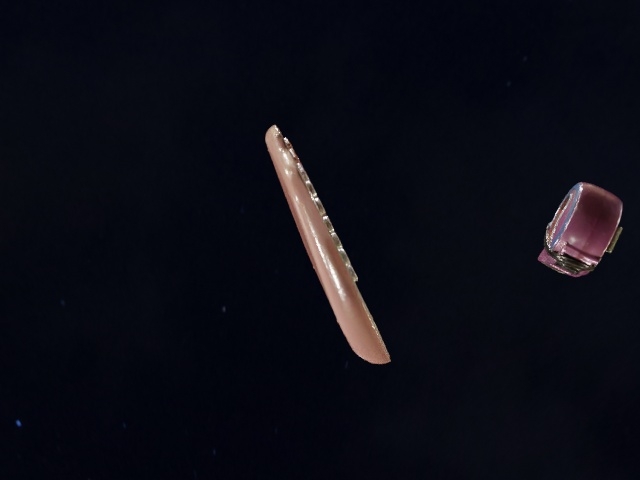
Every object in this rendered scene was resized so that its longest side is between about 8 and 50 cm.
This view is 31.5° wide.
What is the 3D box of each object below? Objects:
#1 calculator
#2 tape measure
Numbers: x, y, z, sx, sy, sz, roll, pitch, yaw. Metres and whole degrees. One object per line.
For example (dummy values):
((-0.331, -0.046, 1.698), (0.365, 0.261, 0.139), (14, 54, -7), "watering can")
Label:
((0.000, 0.000, 1.456), (0.048, 0.330, 0.220), (-23, -149, 0), "calculator")
((0.331, -0.012, 1.443), (0.074, 0.125, 0.118), (25, -86, -2), "tape measure")
